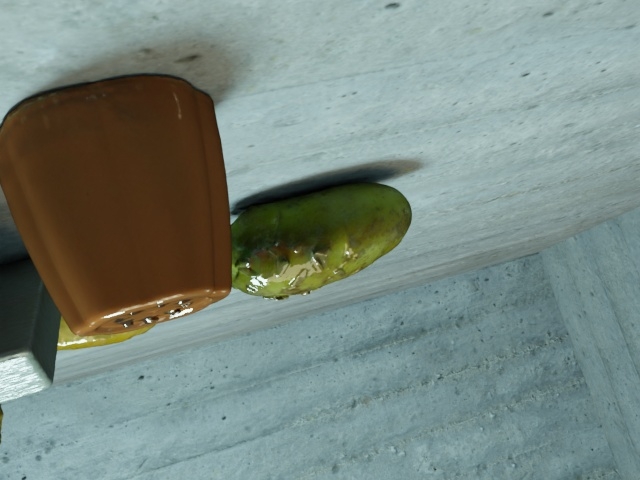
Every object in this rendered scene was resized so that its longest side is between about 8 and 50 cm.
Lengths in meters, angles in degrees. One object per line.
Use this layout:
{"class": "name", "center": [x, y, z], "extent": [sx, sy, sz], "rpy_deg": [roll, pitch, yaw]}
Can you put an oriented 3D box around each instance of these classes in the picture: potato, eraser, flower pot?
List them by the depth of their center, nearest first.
{"class": "flower pot", "center": [-0.158, -0.019, 0.604], "extent": [0.191, 0.173, 0.190], "rpy_deg": [-18, 168, -4]}
{"class": "eraser", "center": [-0.364, 0.098, 0.834], "extent": [0.112, 0.077, 0.352], "rpy_deg": [-14, -161, -13]}
{"class": "potato", "center": [0.000, 0.000, 1.043], "extent": [0.298, 0.141, 0.176], "rpy_deg": [-14, 178, -17]}

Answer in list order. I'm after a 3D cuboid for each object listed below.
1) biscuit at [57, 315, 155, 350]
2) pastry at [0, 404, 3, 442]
{"class": "biscuit", "center": [-0.365, 0.116, 1.102], "extent": [0.274, 0.091, 0.213], "rpy_deg": [-3, -175, -43]}
{"class": "pastry", "center": [-0.560, 0.247, 1.005], "extent": [0.137, 0.329, 0.329], "rpy_deg": [-15, 170, 6]}
